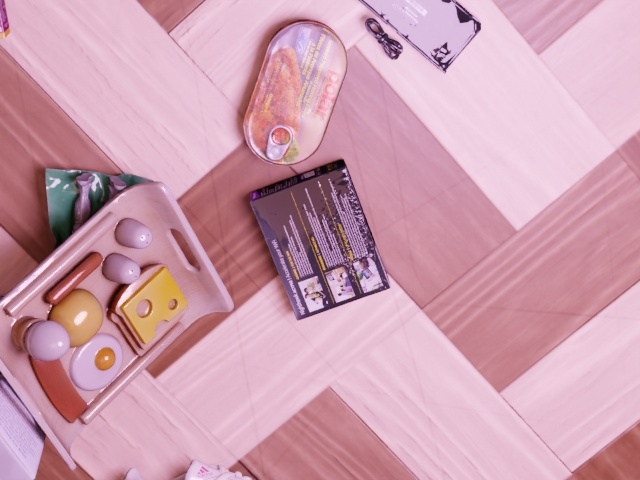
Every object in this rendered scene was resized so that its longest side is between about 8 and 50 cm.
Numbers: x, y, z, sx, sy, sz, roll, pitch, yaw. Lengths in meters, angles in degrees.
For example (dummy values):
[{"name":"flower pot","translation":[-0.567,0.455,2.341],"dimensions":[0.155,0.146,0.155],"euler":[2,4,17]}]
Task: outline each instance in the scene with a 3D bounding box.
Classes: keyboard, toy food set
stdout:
[{"name":"keyboard","translation":[0.103,-0.284,1.770],"dimensions":[0.180,0.023,0.108],"euler":[39,96,-13]},{"name":"toy food set","translation":[-0.256,0.104,1.752],"dimensions":[0.306,0.092,0.220],"euler":[-44,126,-24]}]

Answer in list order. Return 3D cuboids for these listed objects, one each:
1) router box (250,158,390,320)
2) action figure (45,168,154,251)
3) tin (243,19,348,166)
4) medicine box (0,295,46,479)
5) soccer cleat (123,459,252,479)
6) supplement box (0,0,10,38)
[{"name":"router box","translation":[0.000,0.000,1.843],"dimensions":[0.133,0.046,0.179],"euler":[-19,108,4]},{"name":"action figure","translation":[-0.298,0.027,1.831],"dimensions":[0.137,0.063,0.232],"euler":[7,111,-9]},{"name":"tin","translation":[-0.031,-0.186,1.787],"dimensions":[0.106,0.040,0.190],"euler":[19,106,-5]},{"name":"medicine box","translation":[-0.487,0.235,1.765],"dimensions":[0.263,0.289,0.149],"euler":[-28,109,6]},{"name":"soccer cleat","translation":[-0.116,0.367,1.919],"dimensions":[0.331,0.116,0.143],"euler":[-2,108,-2]},{"name":"supplement box","translation":[-0.415,-0.288,1.729],"dimensions":[0.055,0.043,0.083],"euler":[-6,109,-1]}]
